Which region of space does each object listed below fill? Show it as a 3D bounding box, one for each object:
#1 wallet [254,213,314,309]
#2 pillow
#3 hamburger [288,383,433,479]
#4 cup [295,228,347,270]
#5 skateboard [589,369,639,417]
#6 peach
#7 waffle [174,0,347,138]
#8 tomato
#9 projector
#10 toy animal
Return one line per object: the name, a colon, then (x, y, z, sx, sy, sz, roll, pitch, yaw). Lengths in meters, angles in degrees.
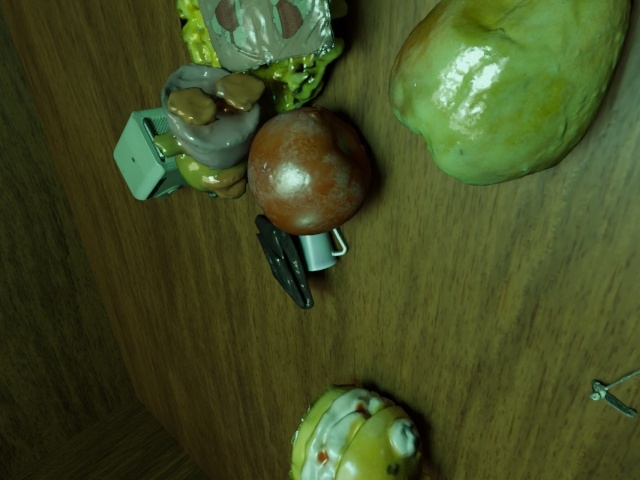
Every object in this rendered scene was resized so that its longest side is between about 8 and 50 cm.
wallet: (-0.089, 0.037, 0.888, 0.229, 0.049, 0.182, 31, 141, 67)
pillow: (-0.081, -0.324, 0.589, 0.248, 0.049, 0.135, 9, 123, 42)
hamburger: (0.096, 0.452, 0.841, 0.236, 0.276, 0.277, 14, 122, 43)
cup: (0.000, 0.000, 0.830, 0.104, 0.074, 0.116, -7, 104, 23)
skateboard: (0.411, 0.198, 0.543, 0.063, 0.032, 0.083, 34, 136, 14)
peach: (0.199, -0.173, 0.430, 0.235, 0.214, 0.214, -37, 84, 32)
waffle: (-0.130, -0.374, 0.720, 0.380, 0.095, 0.382, 56, 142, 1)
tomato: (-0.024, -0.108, 0.673, 0.184, 0.208, 0.208, -31, 88, 34)
projector: (-0.379, -0.212, 1.008, 0.242, 0.177, 0.164, -27, 90, 49)
toy animal: (-0.189, -0.176, 0.719, 0.169, 0.195, 0.281, 57, 159, 21)
